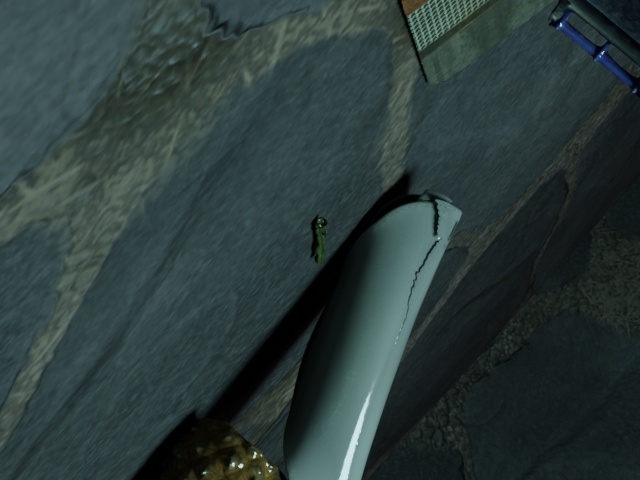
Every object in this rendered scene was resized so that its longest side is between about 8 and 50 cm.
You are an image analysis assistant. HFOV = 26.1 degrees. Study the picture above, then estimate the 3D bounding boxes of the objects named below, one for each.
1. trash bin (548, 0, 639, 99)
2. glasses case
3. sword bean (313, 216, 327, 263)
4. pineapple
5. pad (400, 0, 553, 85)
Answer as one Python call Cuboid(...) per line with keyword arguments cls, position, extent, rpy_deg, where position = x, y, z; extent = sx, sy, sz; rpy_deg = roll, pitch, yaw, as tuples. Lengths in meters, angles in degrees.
Cuboid(cls="trash bin", position=(0.316, -0.250, 1.167), extent=(0.234, 0.162, 0.184), rpy_deg=(-45, 174, -44))
Cuboid(cls="glasses case", position=(0.030, 0.100, 1.238), extent=(0.128, 0.083, 0.308), rpy_deg=(162, -51, -77))
Cuboid(cls="sword bean", position=(0.000, 0.000, 1.111), extent=(0.012, 0.012, 0.083), rpy_deg=(-47, 165, -16))
Cuboid(cls="pineapple", position=(-0.137, 0.264, 1.164), extent=(0.237, 0.119, 0.111), rpy_deg=(-52, 174, -14))
Cuboid(cls="pad", position=(0.211, -0.211, 0.959), extent=(0.323, 0.055, 0.250), rpy_deg=(-18, 168, 7))
